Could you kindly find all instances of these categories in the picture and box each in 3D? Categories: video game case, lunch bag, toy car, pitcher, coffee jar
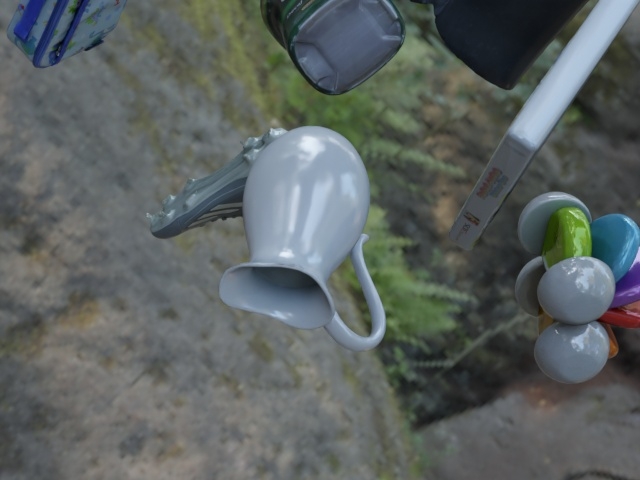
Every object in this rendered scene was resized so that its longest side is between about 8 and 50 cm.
[{"bbox_3d":[0.179,-0.115,1.076,0.026,0.206,0.227,34,70,5],"label":"video game case"},{"bbox_3d":[-0.348,-0.352,2.096,0.090,0.219,0.176,45,43,9],"label":"lunch bag"},{"bbox_3d":[0.273,0.044,1.471,0.136,0.182,0.159,-5,37,-2],"label":"toy car"},{"bbox_3d":[0.000,0.000,1.449,0.177,0.125,0.207,34,44,-21],"label":"pitcher"},{"bbox_3d":[0.005,-0.193,1.268,0.079,0.096,0.184,50,4,-23],"label":"coffee jar"}]

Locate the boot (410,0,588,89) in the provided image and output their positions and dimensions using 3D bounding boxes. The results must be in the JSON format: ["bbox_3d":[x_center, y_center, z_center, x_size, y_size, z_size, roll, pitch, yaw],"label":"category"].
[{"bbox_3d":[0.307,-0.303,1.422,0.146,0.445,0.367,-2,55,-58],"label":"boot"}]

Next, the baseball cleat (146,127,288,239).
[{"bbox_3d":[-0.092,-0.039,1.627,0.109,0.206,0.072,45,30,-24],"label":"baseball cleat"}]
